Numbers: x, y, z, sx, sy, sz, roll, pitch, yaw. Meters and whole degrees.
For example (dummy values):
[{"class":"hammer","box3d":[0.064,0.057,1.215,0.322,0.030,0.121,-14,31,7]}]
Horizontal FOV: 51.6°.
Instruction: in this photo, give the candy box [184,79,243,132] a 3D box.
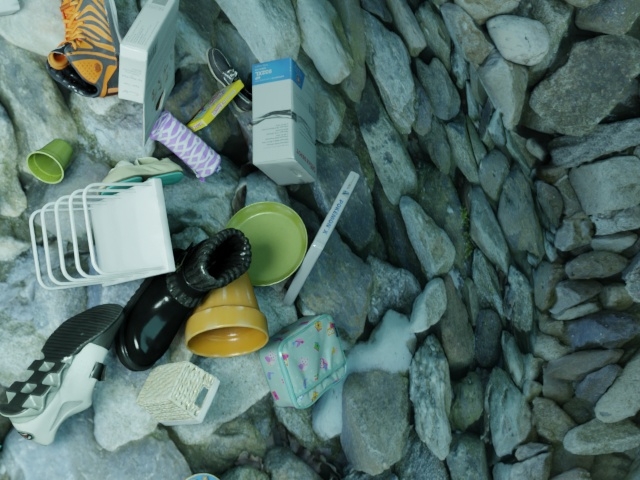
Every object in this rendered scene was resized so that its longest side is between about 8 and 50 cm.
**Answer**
[{"class":"candy box","box3d":[-0.294,-0.358,1.792,0.027,0.105,0.206,55,45,-25]}]

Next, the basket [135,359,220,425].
[{"class":"basket","box3d":[-0.332,0.351,1.524,0.103,0.167,0.113,42,51,-27]}]

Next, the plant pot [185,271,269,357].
[{"class":"plant pot","box3d":[-0.240,0.171,1.669,0.205,0.205,0.188,24,46,-44]}]

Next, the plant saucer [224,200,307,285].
[{"class":"plant saucer","box3d":[-0.151,0.011,1.801,0.037,0.241,0.241,63,29,-70]}]

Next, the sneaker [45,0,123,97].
[{"class":"sneaker","box3d":[-0.553,-0.478,1.504,0.180,0.124,0.321,-40,111,-48]}]

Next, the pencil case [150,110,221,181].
[{"class":"pencil case","box3d":[-0.353,-0.244,1.717,0.206,0.086,0.088,42,80,-33]}]

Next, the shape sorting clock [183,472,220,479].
[{"class":"shape sorting clock","box3d":[-0.293,0.664,1.581,0.206,0.040,0.206,16,69,-46]}]

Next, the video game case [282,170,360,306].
[{"class":"video game case","box3d":[0.000,0.000,1.907,0.036,0.329,0.300,27,53,0]}]

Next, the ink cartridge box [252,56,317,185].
[{"class":"ink cartridge box","box3d":[-0.102,-0.339,1.941,0.223,0.129,0.307,36,51,-69]}]

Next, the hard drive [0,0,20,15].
[{"class":"hard drive","box3d":[-0.801,-0.536,1.290,0.353,0.047,0.233,-35,107,-49]}]

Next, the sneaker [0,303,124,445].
[{"class":"sneaker","box3d":[-0.513,0.275,1.384,0.330,0.122,0.146,-57,141,-42]}]

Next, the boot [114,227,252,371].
[{"class":"boot","box3d":[-0.315,0.130,1.520,0.131,0.260,0.348,42,51,-34]}]

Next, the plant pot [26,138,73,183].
[{"class":"plant pot","box3d":[-0.580,-0.180,1.440,0.083,0.083,0.079,51,35,-28]}]

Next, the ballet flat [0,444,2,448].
[{"class":"ballet flat","box3d":[-0.653,0.442,1.219,0.052,0.057,0.168,27,53,-11]}]

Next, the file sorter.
[{"class":"file sorter","box3d":[-0.463,-0.005,1.376,0.173,0.277,0.193,-6,85,-46]}]

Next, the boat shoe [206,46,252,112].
[{"class":"boat shoe","box3d":[-0.251,-0.468,1.902,0.206,0.065,0.075,59,43,-21]}]

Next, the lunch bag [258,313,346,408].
[{"class":"lunch bag","box3d":[-0.038,0.348,1.909,0.279,0.108,0.224,-25,100,-50]}]

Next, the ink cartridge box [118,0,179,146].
[{"class":"ink cartridge box","box3d":[-0.407,-0.415,1.578,0.066,0.261,0.296,13,43,-5]}]

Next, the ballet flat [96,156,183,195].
[{"class":"ballet flat","box3d":[-0.445,-0.160,1.599,0.248,0.086,0.086,-18,94,-52]}]
